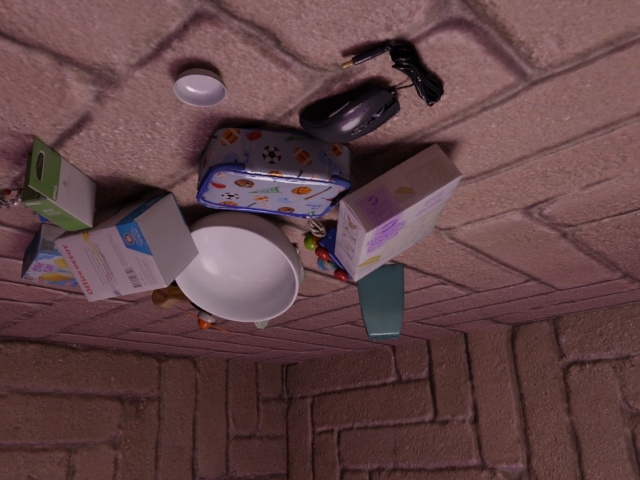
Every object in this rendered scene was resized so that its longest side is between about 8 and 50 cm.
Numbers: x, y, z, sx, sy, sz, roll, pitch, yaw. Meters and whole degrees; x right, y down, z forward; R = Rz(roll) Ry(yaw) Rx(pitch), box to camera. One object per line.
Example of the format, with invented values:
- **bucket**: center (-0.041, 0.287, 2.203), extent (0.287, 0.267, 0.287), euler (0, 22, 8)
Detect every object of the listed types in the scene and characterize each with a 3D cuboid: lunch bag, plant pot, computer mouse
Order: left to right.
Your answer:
- **lunch bag**: center (-0.093, -0.123, 1.101), extent (0.303, 0.115, 0.243), euler (8, 159, -22)
- **computer mouse**: center (0.063, -0.230, 0.901), extent (0.262, 0.060, 0.184), euler (-13, 158, 25)
- **plant pot**: center (0.213, 0.220, 1.867), extent (0.165, 0.234, 0.166), euler (-4, 159, 5)

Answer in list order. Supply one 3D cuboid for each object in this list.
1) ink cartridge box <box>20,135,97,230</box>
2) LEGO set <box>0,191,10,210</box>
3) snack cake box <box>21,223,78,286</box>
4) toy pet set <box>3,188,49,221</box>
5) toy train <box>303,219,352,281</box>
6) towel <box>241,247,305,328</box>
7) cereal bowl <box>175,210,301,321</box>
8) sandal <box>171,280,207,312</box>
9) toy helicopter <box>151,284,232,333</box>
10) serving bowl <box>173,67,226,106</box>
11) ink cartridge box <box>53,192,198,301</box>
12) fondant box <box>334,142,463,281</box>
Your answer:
- **ink cartridge box**: center (-0.539, -0.108, 1.087), extent (0.062, 0.109, 0.209), euler (-6, 159, 8)
- **LEGO set**: center (-0.717, -0.096, 1.199), extent (0.023, 0.054, 0.083), euler (-38, 162, -10)
- **snack cake box**: center (-0.730, 0.048, 1.509), extent (0.152, 0.089, 0.264), euler (11, 155, -34)
- **toy pet set**: center (-0.649, -0.068, 1.244), extent (0.114, 0.065, 0.122), euler (-5, 160, 7)
- **toy train**: center (0.000, 0.000, 1.481), extent (0.248, 0.105, 0.143), euler (49, 158, -24)
- **towel**: center (-0.137, 0.155, 1.709), extent (0.038, 0.248, 0.325), euler (37, 166, 15)
- **cereal bowl**: center (-0.210, 0.053, 1.425), extent (0.339, 0.141, 0.339), euler (5, 131, 6)
- **sandal**: center (-0.333, 0.205, 1.945), extent (0.445, 0.107, 0.167), euler (5, 158, -18)
- **toy helicopter**: center (-0.378, 0.179, 1.692), extent (0.355, 0.235, 0.140), euler (-8, 155, 21)
- **serving bowl**: center (-0.193, -0.250, 0.865), extent (0.083, 0.027, 0.083), euler (-2, 160, -1)
- **ink cartridge box**: center (-0.445, 0.014, 1.254), extent (0.232, 0.168, 0.171), euler (-10, 113, 20)
- **fondant box**: center (0.159, -0.048, 1.206), extent (0.238, 0.096, 0.330), euler (-31, 162, -11)
